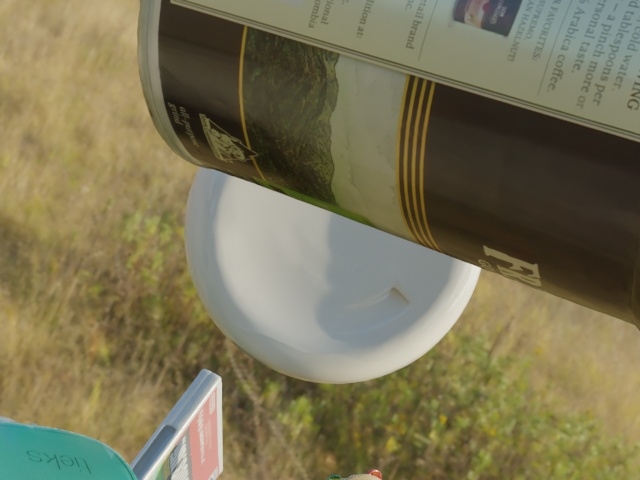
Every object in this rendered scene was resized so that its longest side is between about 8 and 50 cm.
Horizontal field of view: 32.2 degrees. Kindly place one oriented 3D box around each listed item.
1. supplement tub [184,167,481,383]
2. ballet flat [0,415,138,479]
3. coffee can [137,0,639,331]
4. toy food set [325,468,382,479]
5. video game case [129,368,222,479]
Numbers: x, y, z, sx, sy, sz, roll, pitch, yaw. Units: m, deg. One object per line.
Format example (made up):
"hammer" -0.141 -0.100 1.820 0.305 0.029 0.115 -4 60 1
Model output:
"supplement tub" 0.000 0.000 0.955 0.228 0.228 0.316 26 -5 -4
"ballet flat" -0.294 0.163 0.717 0.409 0.147 0.147 32 1 -41
"coffee can" 0.078 -0.092 0.557 0.275 0.201 0.201 21 3 26
"toy food set" 0.034 0.265 1.097 0.083 0.082 0.020 6 16 -26
"video game case" -0.184 0.290 1.123 0.025 0.285 0.204 25 -37 16
